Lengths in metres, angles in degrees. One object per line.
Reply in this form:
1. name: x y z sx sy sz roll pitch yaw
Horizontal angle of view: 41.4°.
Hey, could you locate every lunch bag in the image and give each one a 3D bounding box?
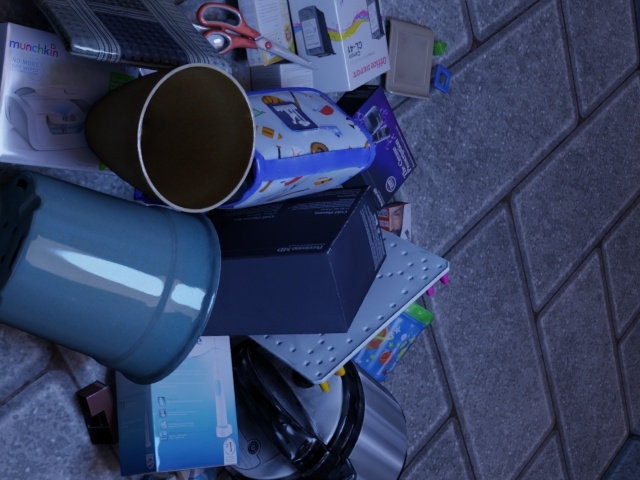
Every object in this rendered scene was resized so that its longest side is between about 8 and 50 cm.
1. lunch bag: -0.131 -0.178 1.671 0.328 0.386 0.238 -14 108 -43

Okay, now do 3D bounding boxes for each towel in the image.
1. towel: -0.354 -0.383 1.476 0.312 0.324 0.056 -1 131 -42

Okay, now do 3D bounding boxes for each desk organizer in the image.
1. desk organizer: -0.442 0.352 1.699 0.050 0.047 0.130 -27 116 -37

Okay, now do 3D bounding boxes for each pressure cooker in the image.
1. pressure cooker: -0.038 0.403 1.880 0.420 0.370 0.375 47 48 -50

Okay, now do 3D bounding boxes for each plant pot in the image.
1. plant pot: -0.282 -0.180 1.429 0.237 0.254 0.237 -13 108 -46
2. plant pot: -0.413 0.051 1.492 0.334 0.341 0.341 24 81 -37

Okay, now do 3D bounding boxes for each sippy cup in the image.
1. sippy cup: 0.137 0.233 2.164 0.305 0.240 0.224 31 87 -36

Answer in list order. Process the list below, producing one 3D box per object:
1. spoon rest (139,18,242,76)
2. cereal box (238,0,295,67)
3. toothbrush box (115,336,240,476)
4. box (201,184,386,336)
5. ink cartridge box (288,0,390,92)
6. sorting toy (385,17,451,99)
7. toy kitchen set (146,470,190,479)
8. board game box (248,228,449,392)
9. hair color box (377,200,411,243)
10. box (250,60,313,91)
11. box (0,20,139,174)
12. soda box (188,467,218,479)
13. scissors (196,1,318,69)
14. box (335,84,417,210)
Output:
1. spoon rest: -0.258 -0.394 1.715 0.276 0.084 0.137 -31 119 -39
2. cereal box: -0.120 -0.506 1.823 0.173 0.047 0.240 -42 127 -60
3. toothbrush box: -0.292 0.317 1.720 0.216 0.126 0.295 8 70 -47
4. box: -0.078 0.040 1.731 0.312 0.343 0.178 -54 135 -57
5. ink cartridge box: 0.043 -0.513 1.943 0.226 0.131 0.306 -38 123 -51
6. sorting toy: 0.226 -0.474 2.230 0.348 0.047 0.195 -1 94 -46
7. toy kitchen set: -0.387 0.486 1.760 0.207 0.122 0.166 -56 135 -50
8. board game box: 0.020 0.113 1.839 0.390 0.390 0.050 -39 130 -21
9. hair color box: 0.198 -0.015 2.285 0.093 0.053 0.167 -15 107 -43
10. box: -0.084 -0.352 1.890 0.101 0.102 0.087 -18 108 -44
11. box: -0.471 -0.244 1.495 0.262 0.127 0.231 5 96 -47
12. soda box: -0.284 0.569 1.887 0.067 0.071 0.210 4 95 -47
13. scissors: -0.122 -0.419 1.750 0.297 0.021 0.109 1 100 -33
14. box: 0.116 -0.232 2.125 0.184 0.103 0.261 -49 129 -25
